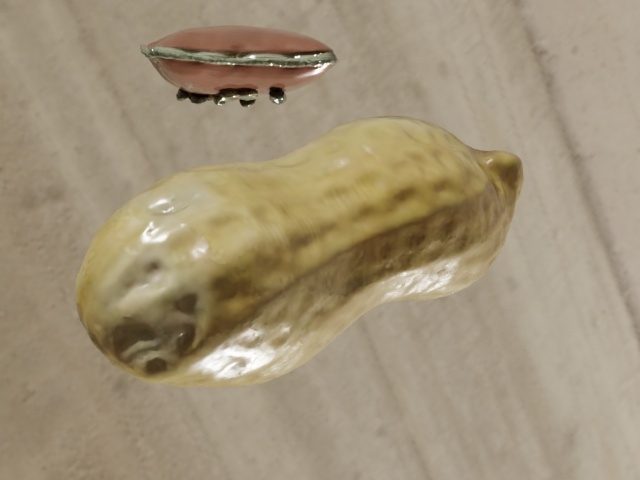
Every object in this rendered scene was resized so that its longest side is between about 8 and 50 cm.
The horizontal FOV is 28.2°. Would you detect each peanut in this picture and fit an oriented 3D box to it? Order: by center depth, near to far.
[{"bbox_3d":[0.000,0.000,0.609,0.117,0.263,0.101,-36,-101,54],"label":"peanut"}]

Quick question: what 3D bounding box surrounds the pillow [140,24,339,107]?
[{"bbox_3d":[-0.079,-0.162,1.185,0.179,0.171,0.075,-149,-118,-78],"label":"pillow"}]
